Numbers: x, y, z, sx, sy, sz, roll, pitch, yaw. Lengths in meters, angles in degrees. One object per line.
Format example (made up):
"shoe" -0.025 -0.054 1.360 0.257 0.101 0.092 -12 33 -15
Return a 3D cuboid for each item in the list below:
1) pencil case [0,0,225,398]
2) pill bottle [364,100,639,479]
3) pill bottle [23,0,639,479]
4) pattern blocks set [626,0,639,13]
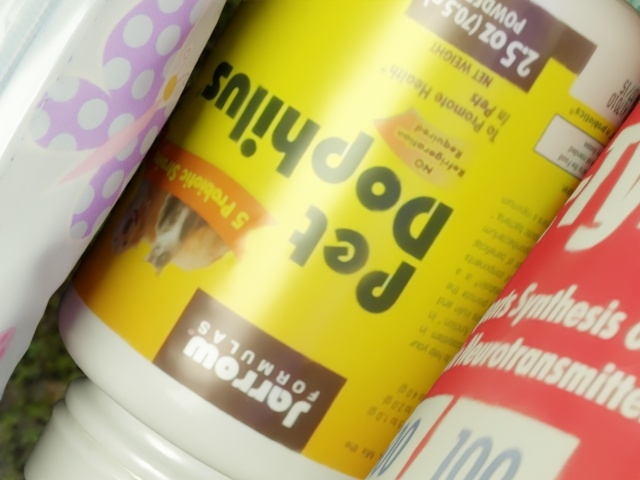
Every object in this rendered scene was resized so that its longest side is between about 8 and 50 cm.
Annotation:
"pencil case" -0.095 -0.042 0.532 0.113 0.124 0.273 25 99 -35
"pill bottle" 0.190 0.015 0.558 0.408 0.229 0.229 -53 126 -13
"pill bottle" 0.000 0.000 0.604 0.117 0.117 0.215 28 97 -35
"pattern blocks set" 0.147 -0.233 0.634 0.285 0.026 0.325 34 93 -35
